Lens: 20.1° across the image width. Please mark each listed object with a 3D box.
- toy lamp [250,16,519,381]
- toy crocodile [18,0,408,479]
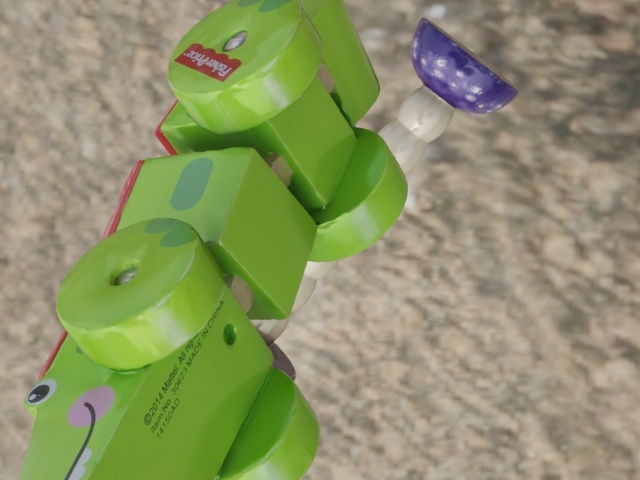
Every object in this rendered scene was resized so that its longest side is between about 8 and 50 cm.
[{"bbox_3d":[0.000,0.000,1.035,0.080,0.080,0.275,41,100,25],"label":"toy lamp"},{"bbox_3d":[-0.049,0.006,0.769,0.105,0.115,0.340,-6,46,33],"label":"toy crocodile"}]
